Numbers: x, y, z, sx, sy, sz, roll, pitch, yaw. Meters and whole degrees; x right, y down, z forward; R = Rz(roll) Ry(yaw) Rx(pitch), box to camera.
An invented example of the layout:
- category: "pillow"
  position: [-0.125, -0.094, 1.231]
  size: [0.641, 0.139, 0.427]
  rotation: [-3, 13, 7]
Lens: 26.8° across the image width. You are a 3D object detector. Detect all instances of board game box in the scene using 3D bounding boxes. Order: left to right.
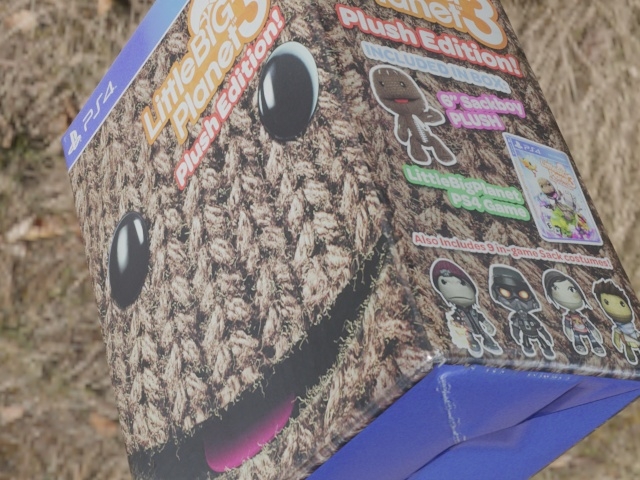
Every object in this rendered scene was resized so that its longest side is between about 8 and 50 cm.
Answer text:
- category: "board game box"
  position: [0.000, 0.000, 0.688]
  size: [0.141, 0.291, 0.232]
  rotation: [9, 139, -36]
